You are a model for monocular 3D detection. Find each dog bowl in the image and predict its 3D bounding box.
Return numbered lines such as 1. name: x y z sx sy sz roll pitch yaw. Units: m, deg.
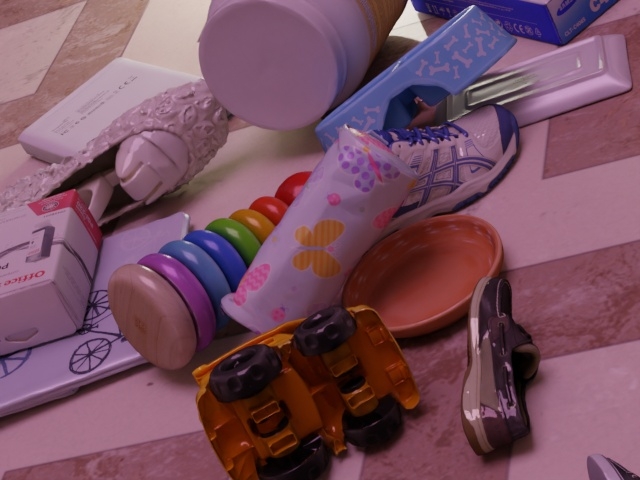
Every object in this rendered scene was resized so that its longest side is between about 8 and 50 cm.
1. dog bowl: 0.116 -0.197 2.107 0.297 0.074 0.166 -37 7 17

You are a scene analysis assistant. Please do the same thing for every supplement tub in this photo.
1. supplement tub: -0.021 -0.326 2.313 0.241 0.241 0.331 -11 29 27

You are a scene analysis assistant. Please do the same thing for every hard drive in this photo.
1. hard drive: -0.306 -0.188 2.556 0.233 0.047 0.353 -41 32 -21

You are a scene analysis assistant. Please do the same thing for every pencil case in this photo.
1. pencil case: 0.000 0.000 1.874 0.273 0.113 0.124 -55 3 9

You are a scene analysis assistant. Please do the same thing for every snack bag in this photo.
1. snack bag: -0.321 0.101 2.154 0.342 0.037 0.323 -20 32 8

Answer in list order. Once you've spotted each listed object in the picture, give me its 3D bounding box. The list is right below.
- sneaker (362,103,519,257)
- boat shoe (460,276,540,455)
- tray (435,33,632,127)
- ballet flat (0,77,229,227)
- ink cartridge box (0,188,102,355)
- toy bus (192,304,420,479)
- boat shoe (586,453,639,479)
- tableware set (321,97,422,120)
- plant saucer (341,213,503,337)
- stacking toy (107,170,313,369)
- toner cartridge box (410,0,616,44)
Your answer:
1. sneaker: 0.122 -0.096 1.996 0.296 0.131 0.112 -39 30 -19
2. boat shoe: 0.192 0.125 1.671 0.073 0.080 0.224 -9 41 20
3. tray: 0.271 -0.202 2.128 0.270 0.030 0.145 -18 33 17
4. ballet flat: -0.297 -0.075 2.302 0.409 0.147 0.147 -30 30 14
5. ink cartridge box: -0.391 0.044 2.164 0.158 0.092 0.218 -17 35 13
6. toy bus: -0.027 0.153 1.760 0.220 0.149 0.211 -29 15 -4
7. boat shoe: 0.286 0.238 1.460 0.040 0.049 0.142 -14 30 -13
8. tableware set: 0.071 -0.183 2.271 0.168 0.020 0.141 -30 31 -1
9. plant saucer: 0.122 0.047 1.875 0.200 0.037 0.200 -21 32 14
10. stacking toy: -0.100 0.021 2.006 0.330 0.141 0.141 -35 29 -33
11. toner cartridge box: 0.280 -0.383 2.342 0.165 0.075 0.348 -41 33 -17
